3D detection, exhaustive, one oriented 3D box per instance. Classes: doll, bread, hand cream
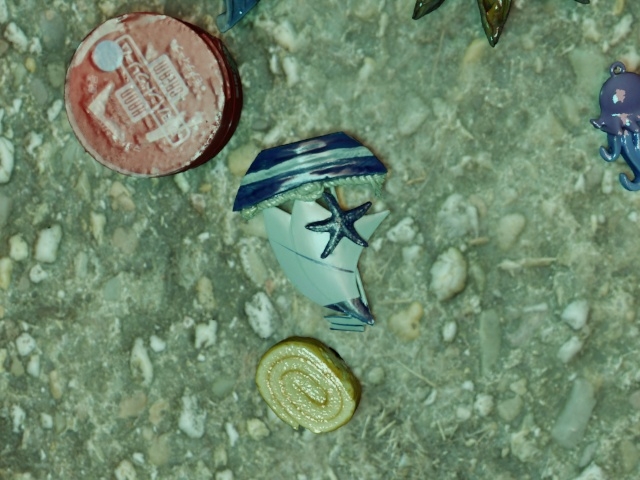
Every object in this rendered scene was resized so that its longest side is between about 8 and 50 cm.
[{"bbox_3d":[0.421,-0.141,1.341,0.110,0.067,0.205,-20,103,-5],"label":"doll"},{"bbox_3d":[-0.019,0.207,1.424,0.122,0.073,0.149,-44,86,14],"label":"bread"},{"bbox_3d":[-0.223,-0.197,1.374,0.230,0.149,0.230,0,95,5],"label":"hand cream"}]

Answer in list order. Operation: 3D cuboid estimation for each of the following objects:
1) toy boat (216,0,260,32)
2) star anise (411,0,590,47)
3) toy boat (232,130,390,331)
[{"bbox_3d":[-0.167,-0.433,1.354,0.143,0.129,0.309,-18,94,-2],"label":"toy boat"},{"bbox_3d":[0.227,-0.420,1.315,0.332,0.117,0.331,1,104,6],"label":"star anise"},{"bbox_3d":[0.021,-0.022,1.401,0.210,0.070,0.291,-38,93,13],"label":"toy boat"}]
